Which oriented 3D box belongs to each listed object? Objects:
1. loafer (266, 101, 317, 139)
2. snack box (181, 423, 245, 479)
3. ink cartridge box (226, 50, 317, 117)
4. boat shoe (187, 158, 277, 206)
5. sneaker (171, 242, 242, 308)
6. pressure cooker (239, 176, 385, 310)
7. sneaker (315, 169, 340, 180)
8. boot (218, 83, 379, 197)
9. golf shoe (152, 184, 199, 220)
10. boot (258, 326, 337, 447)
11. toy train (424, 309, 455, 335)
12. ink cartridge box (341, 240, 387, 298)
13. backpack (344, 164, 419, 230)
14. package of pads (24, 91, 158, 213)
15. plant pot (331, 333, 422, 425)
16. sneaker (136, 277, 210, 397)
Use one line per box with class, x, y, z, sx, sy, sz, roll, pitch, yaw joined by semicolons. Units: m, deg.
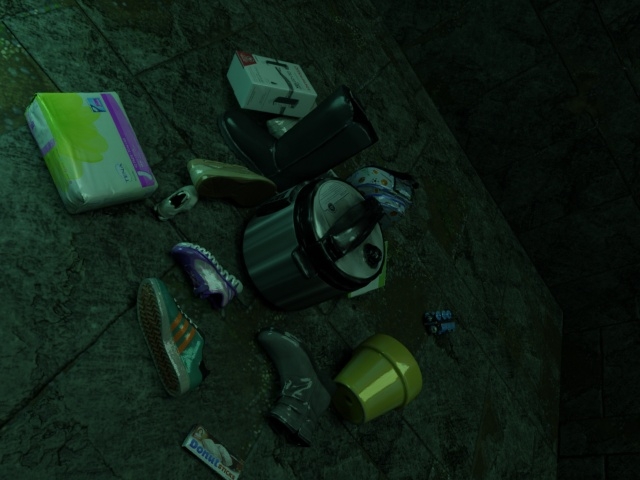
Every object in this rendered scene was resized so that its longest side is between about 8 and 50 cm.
loafer;-0.107;-0.492;1.921;0.111;0.112;0.319;58;39;-23
snack box;-0.271;0.546;1.251;0.178;0.022;0.064;49;42;-20
ink cartridge box;-0.175;-0.563;1.790;0.273;0.114;0.197;0;50;-36
boat shoe;-0.271;-0.195;1.566;0.341;0.121;0.110;9;41;-57
sneaker;-0.326;0.105;1.373;0.236;0.095;0.104;46;50;-24
pressure cooker;0.004;0.004;1.537;0.375;0.420;0.370;25;54;-38
sneaker;0.088;-0.169;1.883;0.115;0.105;0.281;26;31;-55
boot;-0.079;-0.370;1.617;0.367;0.445;0.146;51;40;-17
golf shoe;-0.394;-0.117;1.412;0.069;0.086;0.176;53;38;-12
boot;-0.096;0.433;1.448;0.338;0.118;0.222;48;46;-14
toy train;0.544;0.375;2.240;0.184;0.080;0.105;5;73;-48
ink cartridge box;0.145;0.099;1.855;0.255;0.097;0.188;-9;103;-51
backpack;0.222;-0.174;2.037;0.263;0.276;0.213;29;48;-20
package of pads;-0.578;-0.228;1.245;0.229;0.101;0.296;-25;89;-52
plant pot;0.168;0.476;1.635;0.239;0.254;0.254;-26;91;-37
sneaker;-0.369;0.232;1.247;0.121;0.108;0.302;-18;93;-52
